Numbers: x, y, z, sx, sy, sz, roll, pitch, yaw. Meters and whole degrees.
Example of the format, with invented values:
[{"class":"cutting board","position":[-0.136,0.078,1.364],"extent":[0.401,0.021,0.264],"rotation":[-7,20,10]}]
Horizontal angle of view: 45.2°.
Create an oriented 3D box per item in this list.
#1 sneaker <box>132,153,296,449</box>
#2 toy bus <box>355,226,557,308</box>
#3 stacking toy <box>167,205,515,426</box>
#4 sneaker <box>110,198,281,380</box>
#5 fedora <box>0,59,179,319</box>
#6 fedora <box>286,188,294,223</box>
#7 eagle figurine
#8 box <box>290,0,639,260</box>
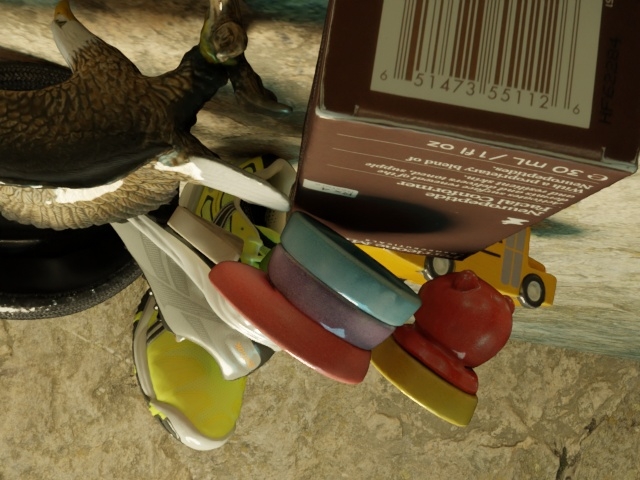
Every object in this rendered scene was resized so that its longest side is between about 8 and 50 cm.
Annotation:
[{"class":"sneaker","position":[-0.116,0.051,0.918],"extent":[0.145,0.385,0.147],"rotation":[27,143,-36]},{"class":"toy bus","position":[0.183,0.010,1.066],"extent":[0.332,0.130,0.108],"rotation":[15,167,-32]},{"class":"stacking toy","position":[0.030,0.028,0.741],"extent":[0.309,0.130,0.279],"rotation":[29,-172,-48]},{"class":"sneaker","position":[-0.152,0.037,0.808],"extent":[0.271,0.108,0.100],"rotation":[44,-167,4]},{"class":"fedora","position":[-0.337,-0.068,0.880],"extent":[0.334,0.334,0.152],"rotation":[16,-162,-34]},{"class":"fedora","position":[0.000,0.000,1.180],"extent":[0.243,0.124,0.275],"rotation":[-2,157,38]},{"class":"eagle figurine","position":[-0.187,-0.090,0.593],"extent":[0.225,0.298,0.226],"rotation":[54,171,49]},{"class":"box","position":[0.080,-0.086,0.613],"extent":[0.191,0.143,0.381],"rotation":[10,172,-2]}]
